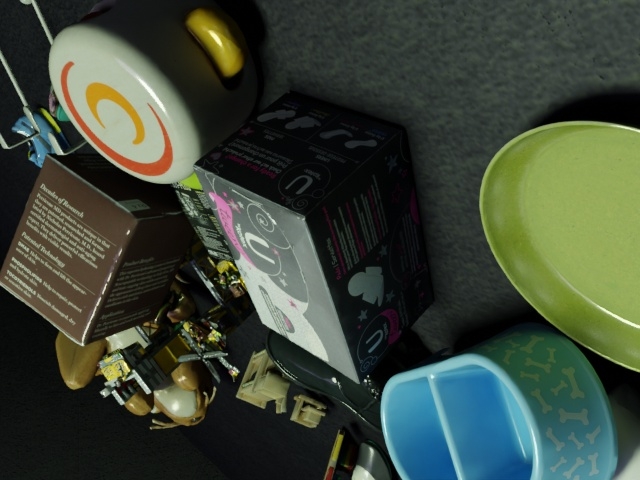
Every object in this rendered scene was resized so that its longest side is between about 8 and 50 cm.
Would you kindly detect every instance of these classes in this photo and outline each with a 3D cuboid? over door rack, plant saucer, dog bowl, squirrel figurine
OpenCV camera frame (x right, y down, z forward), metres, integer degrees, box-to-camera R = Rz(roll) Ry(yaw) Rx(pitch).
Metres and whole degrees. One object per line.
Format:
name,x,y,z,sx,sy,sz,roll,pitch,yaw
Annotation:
over door rack,-0.375,-0.281,0.926,0.240,0.108,0.324,11,115,50
plant saucer,0.230,0.006,0.527,0.241,0.037,0.241,35,151,23
dog bowl,0.152,0.183,0.705,0.297,0.074,0.165,-40,63,62
squirrel figurine,-0.373,0.218,1.557,0.397,0.281,0.370,42,168,44

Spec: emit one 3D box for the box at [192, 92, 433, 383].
box,0.000,0.000,0.745,0.163,0.142,0.247,26,146,37

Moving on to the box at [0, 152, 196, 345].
box,-0.300,0.005,0.996,0.167,0.168,0.203,33,107,16

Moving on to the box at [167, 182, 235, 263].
box,-0.099,-0.042,0.910,0.180,0.077,0.147,13,138,49

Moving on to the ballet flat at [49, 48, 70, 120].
ballet flat,-0.370,-0.243,1.059,0.221,0.077,0.079,-17,94,62

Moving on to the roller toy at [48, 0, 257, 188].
roller toy,-0.170,-0.173,0.756,0.191,0.146,0.209,30,147,12

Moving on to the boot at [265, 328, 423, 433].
boot,0.039,0.161,0.962,0.247,0.094,0.207,35,156,9

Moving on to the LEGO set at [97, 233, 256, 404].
LEGO set,-0.279,0.127,1.164,0.331,0.192,0.254,-18,107,37

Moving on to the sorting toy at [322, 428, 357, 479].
sorting toy,0.033,0.434,1.335,0.046,0.132,0.274,16,151,4

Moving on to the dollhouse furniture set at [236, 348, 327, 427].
dollhouse furniture set,-0.037,0.248,1.249,0.161,0.101,0.182,26,156,-12

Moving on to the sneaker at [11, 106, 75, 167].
sneaker,-0.512,-0.151,1.382,0.069,0.082,0.209,11,138,48

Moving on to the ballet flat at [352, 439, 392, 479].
ballet flat,0.097,0.447,1.311,0.074,0.074,0.203,26,147,37

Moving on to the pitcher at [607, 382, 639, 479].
pitcher,0.337,0.230,0.594,0.207,0.125,0.177,27,156,54
